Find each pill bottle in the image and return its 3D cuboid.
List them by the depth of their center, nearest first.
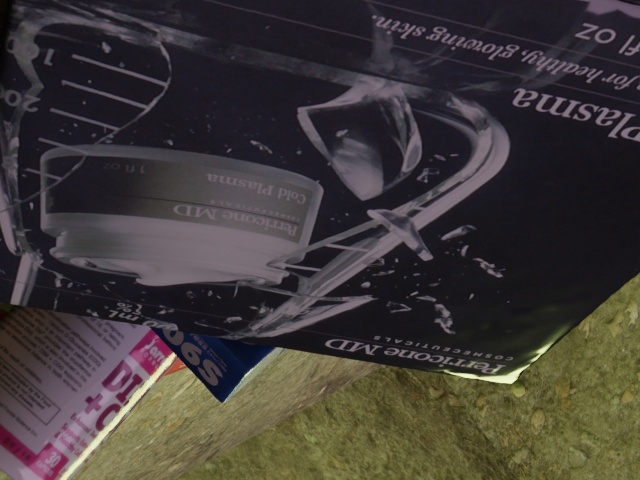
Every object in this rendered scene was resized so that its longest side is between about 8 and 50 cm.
[{"bbox_3d":[-0.236,0.105,1.223,0.283,0.160,0.160,-49,169,-14],"label":"pill bottle"}]

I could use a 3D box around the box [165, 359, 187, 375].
[{"bbox_3d":[-0.210,0.100,1.828,0.154,0.142,0.300,-45,163,32],"label":"box"}]

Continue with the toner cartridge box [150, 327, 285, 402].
[{"bbox_3d":[-0.142,-0.039,1.083,0.165,0.348,0.075,-40,173,-38],"label":"toner cartridge box"}]

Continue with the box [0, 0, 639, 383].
[{"bbox_3d":[0.022,-0.146,0.866,0.480,0.297,0.472,10,149,-15],"label":"box"}]

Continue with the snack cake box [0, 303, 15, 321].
[{"bbox_3d":[-0.347,0.051,1.343,0.264,0.152,0.089,-21,159,-45],"label":"snack cake box"}]
